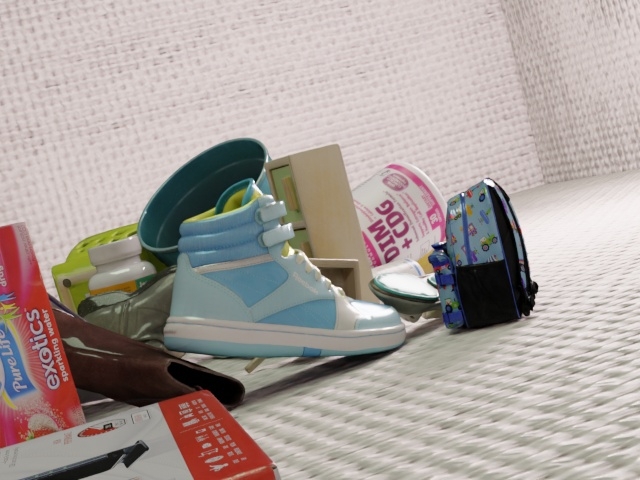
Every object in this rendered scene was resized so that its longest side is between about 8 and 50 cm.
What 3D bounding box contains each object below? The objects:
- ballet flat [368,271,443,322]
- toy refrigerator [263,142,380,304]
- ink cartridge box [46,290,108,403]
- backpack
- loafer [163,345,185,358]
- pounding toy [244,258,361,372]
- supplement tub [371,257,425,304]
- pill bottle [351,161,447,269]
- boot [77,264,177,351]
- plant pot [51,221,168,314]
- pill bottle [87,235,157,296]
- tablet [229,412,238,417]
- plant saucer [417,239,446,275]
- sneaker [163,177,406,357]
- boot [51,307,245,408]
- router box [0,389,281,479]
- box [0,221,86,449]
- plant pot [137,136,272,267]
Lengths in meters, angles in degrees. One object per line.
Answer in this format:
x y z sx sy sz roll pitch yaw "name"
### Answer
0.137 0.078 1.545 0.213 0.068 0.072 -6 34 -46 "ballet flat"
0.000 0.000 1.743 0.094 0.270 0.102 -16 4 -26 "toy refrigerator"
-0.396 0.136 1.535 0.307 0.072 0.303 -16 -36 22 "ink cartridge box"
0.198 0.013 1.459 0.116 0.173 0.158 -14 4 14 "backpack"
-0.349 0.176 1.854 0.268 0.092 0.102 -15 3 -3 "loafer"
-0.024 0.100 1.541 0.130 0.141 0.100 2 -9 -42 "pounding toy"
0.107 0.071 1.821 0.107 0.071 0.071 -17 4 -40 "supplement tub"
0.063 0.005 1.917 0.283 0.160 0.160 -35 11 -22 "pill bottle"
-0.244 0.137 1.752 0.246 0.161 0.083 -20 -40 0 "boot"
-0.354 0.100 2.148 0.227 0.228 0.207 -13 10 18 "plant pot"
-0.321 0.103 1.950 0.117 0.208 0.117 -14 3 1 "pill bottle"
-0.133 0.197 1.233 0.083 0.006 0.054 -17 3 -43 "tablet"
0.119 0.042 2.234 0.332 0.081 0.332 -12 5 40 "plant saucer"
-0.030 0.035 1.387 0.319 0.208 0.127 4 -6 -34 "sneaker"
-0.230 0.130 1.308 0.248 0.090 0.207 29 -23 -37 "boot"
-0.187 0.196 0.756 0.301 0.082 0.335 -15 3 -12 "router box"
-0.334 0.124 1.136 0.122 0.257 0.128 -14 3 40 "box"
-0.139 0.001 2.061 0.271 0.255 0.272 -26 34 19 "plant pot"
